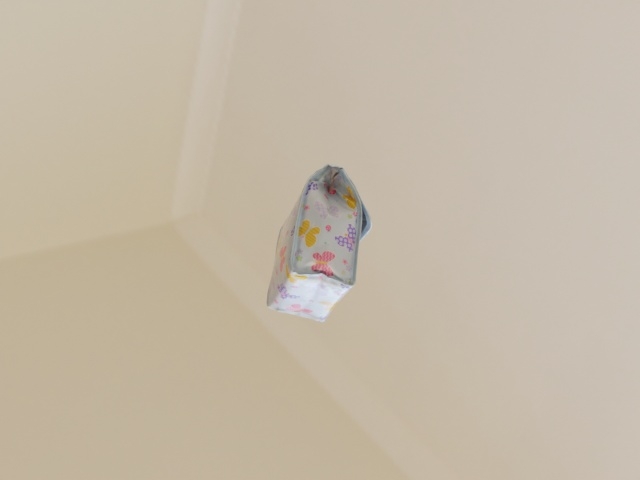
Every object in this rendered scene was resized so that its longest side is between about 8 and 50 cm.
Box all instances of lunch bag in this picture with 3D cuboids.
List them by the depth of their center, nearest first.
[{"bbox_3d":[0.000,0.000,0.833,0.071,0.053,0.083,123,-24,-62],"label":"lunch bag"}]
